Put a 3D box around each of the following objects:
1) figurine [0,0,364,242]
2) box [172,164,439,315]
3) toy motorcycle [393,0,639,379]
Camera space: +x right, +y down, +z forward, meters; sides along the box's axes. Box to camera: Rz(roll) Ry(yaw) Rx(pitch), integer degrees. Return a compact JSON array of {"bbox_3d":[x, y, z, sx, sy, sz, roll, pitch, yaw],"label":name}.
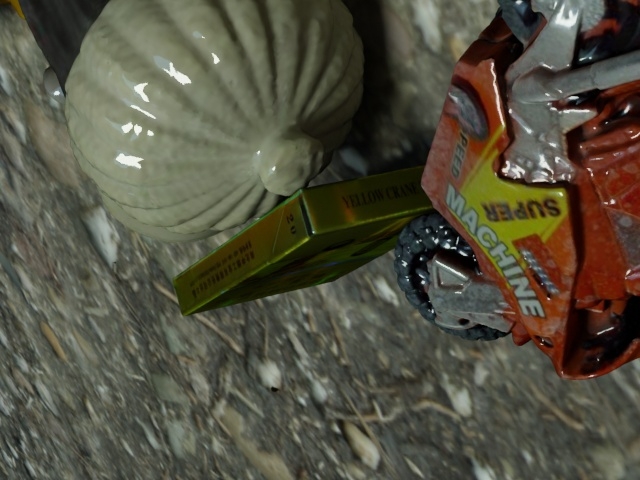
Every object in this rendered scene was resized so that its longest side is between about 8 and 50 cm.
[{"bbox_3d":[-0.117,-0.152,0.809,0.332,0.185,0.204,52,178,3],"label":"figurine"},{"bbox_3d":[0.000,0.000,0.834,0.193,0.121,0.030,-30,75,59],"label":"box"},{"bbox_3d":[0.128,-0.033,0.658,0.171,0.089,0.298,35,141,17],"label":"toy motorcycle"}]
